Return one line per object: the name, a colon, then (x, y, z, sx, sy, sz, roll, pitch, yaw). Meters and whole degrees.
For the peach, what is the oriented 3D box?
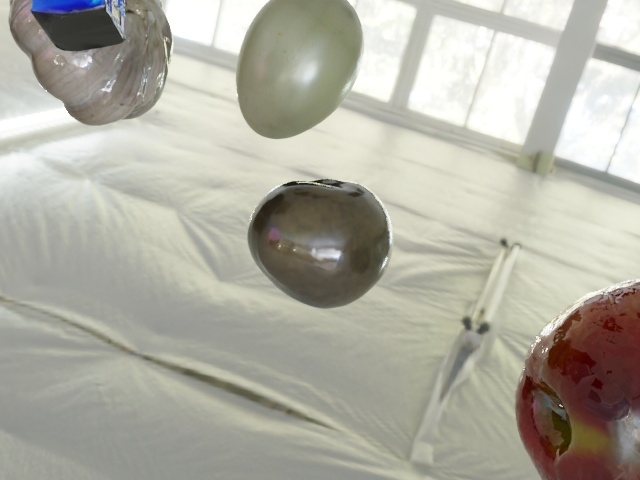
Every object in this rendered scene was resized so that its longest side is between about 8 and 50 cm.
peach: (0.386, 0.169, 0.867, 0.338, 0.281, 0.281, -4, -155, -14)

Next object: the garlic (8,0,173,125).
garlic: (-0.270, -0.253, 1.006, 0.152, 0.228, 0.228, -26, -167, 17)

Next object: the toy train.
toy train: (-0.251, -0.285, 0.807, 0.083, 0.131, 0.204, -3, 167, 2)

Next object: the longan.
longan: (0.000, 0.000, 0.998, 0.187, 0.167, 0.167, 26, -171, -41)

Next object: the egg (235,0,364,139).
egg: (-0.037, -0.278, 1.305, 0.189, 0.253, 0.188, 31, -176, -2)
